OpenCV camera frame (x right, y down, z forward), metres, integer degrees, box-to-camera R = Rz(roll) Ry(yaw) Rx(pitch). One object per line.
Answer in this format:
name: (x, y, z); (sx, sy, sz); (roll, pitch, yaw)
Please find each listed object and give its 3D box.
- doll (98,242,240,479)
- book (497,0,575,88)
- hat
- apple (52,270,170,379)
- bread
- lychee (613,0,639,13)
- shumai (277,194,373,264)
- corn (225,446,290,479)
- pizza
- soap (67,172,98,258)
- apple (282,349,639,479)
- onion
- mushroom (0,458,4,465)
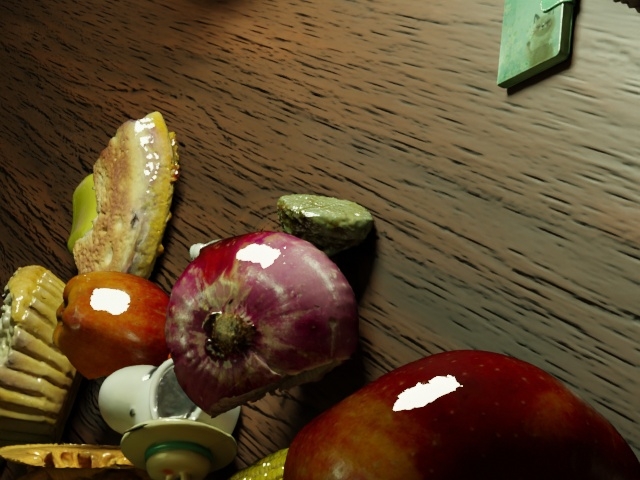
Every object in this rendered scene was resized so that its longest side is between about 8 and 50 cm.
doll: (-0.148, 0.146, 1.832); (0.208, 0.144, 0.271); (32, 80, 38)
book: (0.219, -0.230, 1.561); (0.103, 0.017, 0.135); (-23, 53, 54)
hat: (-0.297, 0.379, 1.932); (0.233, 0.244, 0.233); (8, -96, -77)
apple: (-0.265, 0.111, 2.025); (0.147, 0.158, 0.156); (-47, 32, 31)
bread: (-0.407, 0.173, 2.201); (0.274, 0.149, 0.274); (-165, 90, -87)
lychee: (0.289, -0.282, 1.324); (0.165, 0.165, 0.197); (-22, 80, 53)
shumai: (-0.001, 0.000, 1.727); (0.124, 0.099, 0.087); (-149, 64, -63)
corn: (-0.015, 0.251, 1.571); (0.310, 0.101, 0.102); (-35, 44, 46)
pizza: (-0.266, -0.033, 2.191); (0.161, 0.085, 0.306); (14, 92, 48)
soap: (-0.356, -0.037, 2.390); (0.089, 0.045, 0.140); (-36, 42, 41)
apple: (0.108, 0.228, 1.202); (0.317, 0.288, 0.288); (4, 76, 71)
onion: (-0.069, 0.080, 1.660); (0.207, 0.200, 0.201); (-25, 51, 51)
mushroom: (-0.529, 0.319, 2.422); (0.085, 0.079, 0.085); (-41, 37, 41)
